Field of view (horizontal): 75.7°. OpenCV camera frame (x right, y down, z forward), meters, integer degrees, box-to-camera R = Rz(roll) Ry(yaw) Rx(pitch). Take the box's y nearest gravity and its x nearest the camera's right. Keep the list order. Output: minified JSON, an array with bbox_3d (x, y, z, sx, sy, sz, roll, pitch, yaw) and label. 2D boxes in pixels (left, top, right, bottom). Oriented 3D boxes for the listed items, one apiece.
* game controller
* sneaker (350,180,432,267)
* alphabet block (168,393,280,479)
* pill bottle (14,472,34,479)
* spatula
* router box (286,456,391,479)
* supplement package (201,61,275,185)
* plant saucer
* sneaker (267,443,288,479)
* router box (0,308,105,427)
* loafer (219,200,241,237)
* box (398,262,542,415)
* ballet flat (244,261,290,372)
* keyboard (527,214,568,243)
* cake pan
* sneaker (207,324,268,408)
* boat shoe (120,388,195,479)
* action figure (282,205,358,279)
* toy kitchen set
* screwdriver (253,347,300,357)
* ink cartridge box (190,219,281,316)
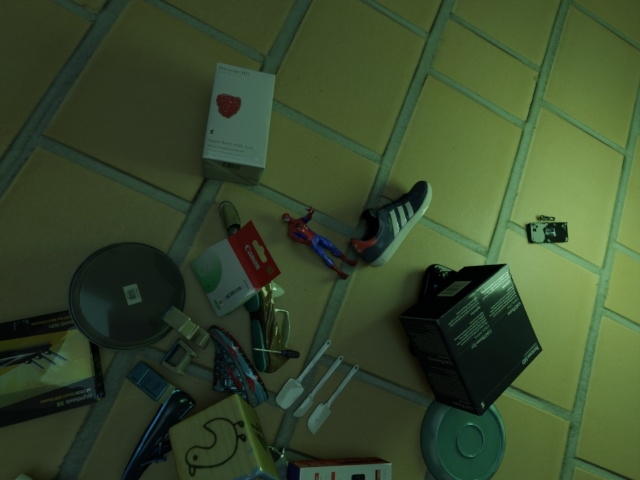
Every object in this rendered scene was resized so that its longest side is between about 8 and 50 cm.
[{"bbox_3d":[0.391,0.244,1.364,0.166,0.067,0.320,19,76,-12],"label":"game controller"},{"bbox_3d":[0.228,-0.087,1.341,0.148,0.131,0.350,40,73,-11],"label":"sneaker"},{"bbox_3d":[-0.234,0.535,1.019,0.192,0.194,0.197,-25,54,-11],"label":"alphabet block"},{"bbox_3d":[-0.633,0.659,0.960,0.245,0.136,0.136,38,73,-6],"label":"pill bottle"},{"bbox_3d":[-0.003,0.433,1.243,0.168,0.019,0.242,43,72,-4],"label":"spatula"},{"bbox_3d":[0.049,0.782,1.115,0.300,0.082,0.336,13,71,-25],"label":"router box"},{"bbox_3d":[-0.246,-0.338,1.226,0.177,0.175,0.293,7,78,-14],"label":"supplement package"},{"bbox_3d":[0.474,0.642,1.330,0.317,0.043,0.318,3,80,-16],"label":"plant saucer"},{"bbox_3d":[-0.195,0.624,1.128,0.228,0.086,0.132,-5,77,-27],"label":"sneaker"},{"bbox_3d":[-0.726,0.316,1.023,0.308,0.081,0.243,-11,84,-17],"label":"router box"},{"bbox_3d":[-0.263,-0.053,1.237,0.056,0.050,0.148,-19,86,-18],"label":"loafer"},{"bbox_3d":[0.466,0.288,1.272,0.343,0.178,0.313,-28,97,-27],"label":"box"},{"bbox_3d":[-0.154,0.206,1.201,0.124,0.116,0.343,-9,83,-38],"label":"ballet flat"},{"bbox_3d":[0.870,-0.044,1.576,0.180,0.023,0.108,-1,87,-17],"label":"keyboard"},{"bbox_3d":[-0.498,0.142,1.089,0.292,0.054,0.294,9,73,-32],"label":"cake pan"},{"bbox_3d":[-0.254,0.362,1.140,0.125,0.104,0.262,-32,90,-17],"label":"sneaker"},{"bbox_3d":[-0.417,0.521,1.064,0.089,0.109,0.259,33,75,-12],"label":"boat shoe"},{"bbox_3d":[0.000,0.000,1.263,0.280,0.139,0.092,38,71,-4],"label":"action figure"},{"bbox_3d":[-0.412,0.281,1.056,0.122,0.166,0.207,26,66,23],"label":"toy kitchen set"},{"bbox_3d":[-0.117,0.307,1.132,0.169,0.025,0.024,26,68,-48],"label":"screwdriver"},{"bbox_3d":[-0.238,0.079,1.134,0.181,0.224,0.056,58,26,14],"label":"ink cartridge box"}]
